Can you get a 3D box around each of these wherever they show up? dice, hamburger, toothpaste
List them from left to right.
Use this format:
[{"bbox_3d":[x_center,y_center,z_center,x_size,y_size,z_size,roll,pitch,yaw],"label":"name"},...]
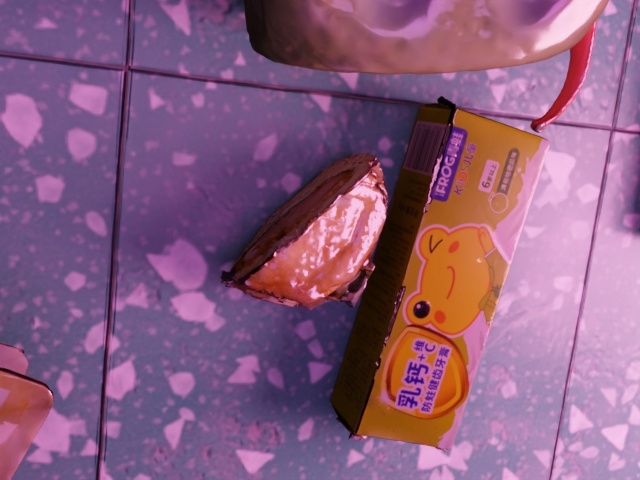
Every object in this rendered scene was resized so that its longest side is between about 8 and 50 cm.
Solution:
[{"bbox_3d":[0.000,0.007,0.691,0.176,0.087,0.102,-44,121,-11],"label":"hamburger"},{"bbox_3d":[0.066,-0.264,0.543,0.254,0.250,0.252,-6,114,-10],"label":"dice"},{"bbox_3d":[0.112,0.035,0.729,0.110,0.077,0.328,14,97,-21],"label":"toothpaste"}]

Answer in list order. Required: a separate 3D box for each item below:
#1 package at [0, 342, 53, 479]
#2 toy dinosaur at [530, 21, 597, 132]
[{"bbox_3d":[-0.379,0.108,0.532,0.311,0.165,0.221,27,99,-27],"label":"package"},{"bbox_3d":[0.253,-0.243,0.660,0.070,0.139,0.286,10,83,-30],"label":"toy dinosaur"}]
